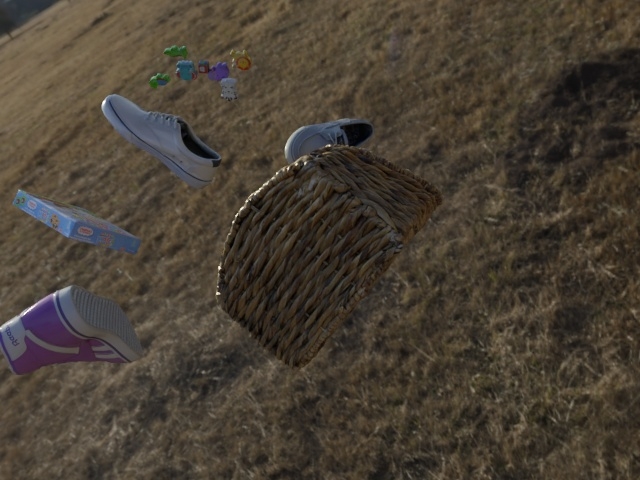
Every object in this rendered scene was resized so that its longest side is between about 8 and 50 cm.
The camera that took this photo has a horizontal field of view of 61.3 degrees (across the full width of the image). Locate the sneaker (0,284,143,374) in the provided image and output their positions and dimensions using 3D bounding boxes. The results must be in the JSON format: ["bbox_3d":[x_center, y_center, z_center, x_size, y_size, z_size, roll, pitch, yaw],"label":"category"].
[{"bbox_3d":[-0.410,0.164,0.883,0.160,0.282,0.102,-29,65,-5],"label":"sneaker"}]

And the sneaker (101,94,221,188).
[{"bbox_3d":[-0.309,-0.217,1.083,0.091,0.258,0.094,-45,17,29],"label":"sneaker"}]

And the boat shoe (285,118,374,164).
[{"bbox_3d":[0.026,-0.212,1.128,0.081,0.080,0.227,6,26,45],"label":"boat shoe"}]

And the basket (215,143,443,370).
[{"bbox_3d":[0.000,0.000,0.815,0.299,0.213,0.223,-55,-8,32],"label":"basket"}]

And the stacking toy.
[{"bbox_3d":[-0.288,-0.410,1.313,0.220,0.052,0.167,4,44,1],"label":"stacking toy"}]

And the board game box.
[{"bbox_3d":[-0.493,-0.037,1.097,0.211,0.160,0.039,24,90,32],"label":"board game box"}]
